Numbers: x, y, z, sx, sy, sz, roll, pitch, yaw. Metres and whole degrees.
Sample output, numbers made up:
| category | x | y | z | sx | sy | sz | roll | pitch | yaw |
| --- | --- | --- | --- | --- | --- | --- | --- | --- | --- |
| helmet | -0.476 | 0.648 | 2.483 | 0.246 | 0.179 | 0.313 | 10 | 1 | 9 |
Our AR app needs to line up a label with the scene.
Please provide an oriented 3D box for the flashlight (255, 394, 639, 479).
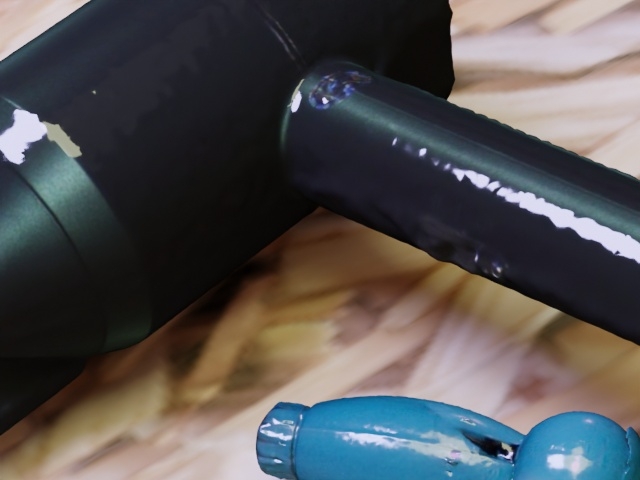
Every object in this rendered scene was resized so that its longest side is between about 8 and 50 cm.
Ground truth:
| category | x | y | z | sx | sy | sz | roll | pitch | yaw |
| --- | --- | --- | --- | --- | --- | --- | --- | --- | --- |
| flashlight | 0.043 | 0.073 | 0.555 | 0.129 | 0.051 | 0.051 | 8 | 47 | 20 |

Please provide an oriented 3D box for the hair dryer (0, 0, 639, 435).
| category | x | y | z | sx | sy | sz | roll | pitch | yaw |
| --- | --- | --- | --- | --- | --- | --- | --- | --- | --- |
| hair dryer | 0.000 | 0.000 | 0.559 | 0.302 | 0.116 | 0.244 | 23 | 53 | 39 |
